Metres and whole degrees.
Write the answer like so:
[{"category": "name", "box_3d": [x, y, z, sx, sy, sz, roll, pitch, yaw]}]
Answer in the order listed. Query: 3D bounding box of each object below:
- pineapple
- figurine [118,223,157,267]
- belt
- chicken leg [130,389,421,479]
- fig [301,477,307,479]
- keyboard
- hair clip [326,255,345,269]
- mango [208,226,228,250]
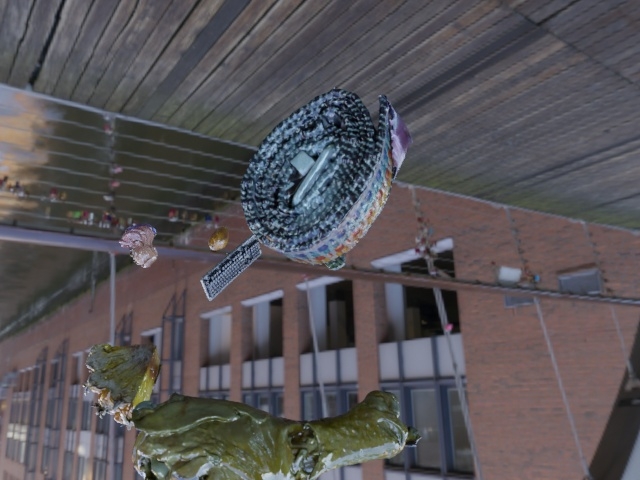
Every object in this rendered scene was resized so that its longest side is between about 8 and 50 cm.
[{"category": "pineapple", "box_3d": [-0.469, 0.326, 1.331, 0.186, 0.236, 0.115, -25, 147, -26]}, {"category": "figurine", "box_3d": [-0.604, 0.014, 1.860, 0.126, 0.157, 0.114, -20, 137, -5]}, {"category": "belt", "box_3d": [0.006, -0.103, 0.935, 0.206, 0.295, 0.160, 27, 175, 21]}, {"category": "chicken leg", "box_3d": [-0.058, 0.303, 0.825, 0.428, 0.202, 0.153, -8, 143, -7]}, {"category": "fig", "box_3d": [-0.067, 0.404, 0.964, 0.117, 0.117, 0.177, 12, 134, -41]}, {"category": "keyboard", "box_3d": [-0.248, 0.071, 1.576, 0.025, 0.230, 0.094, 14, 133, 34]}, {"category": "hair clip", "box_3d": [0.001, 0.001, 1.701, 0.066, 0.229, 0.036, -41, 156, 9]}, {"category": "mango", "box_3d": [-0.367, -0.008, 2.026, 0.063, 0.127, 0.077, 42, 113, -15]}]
